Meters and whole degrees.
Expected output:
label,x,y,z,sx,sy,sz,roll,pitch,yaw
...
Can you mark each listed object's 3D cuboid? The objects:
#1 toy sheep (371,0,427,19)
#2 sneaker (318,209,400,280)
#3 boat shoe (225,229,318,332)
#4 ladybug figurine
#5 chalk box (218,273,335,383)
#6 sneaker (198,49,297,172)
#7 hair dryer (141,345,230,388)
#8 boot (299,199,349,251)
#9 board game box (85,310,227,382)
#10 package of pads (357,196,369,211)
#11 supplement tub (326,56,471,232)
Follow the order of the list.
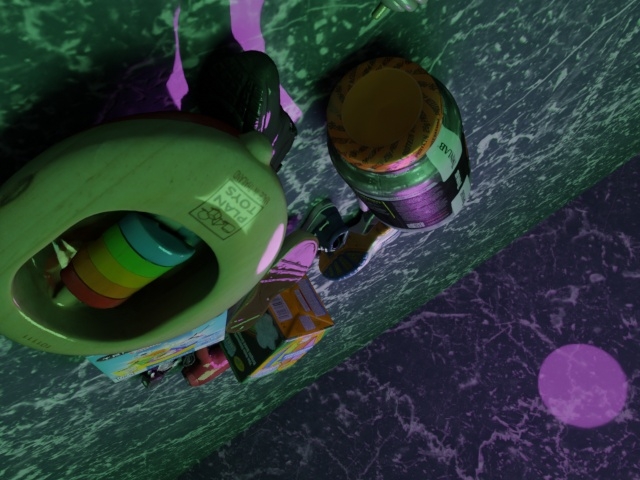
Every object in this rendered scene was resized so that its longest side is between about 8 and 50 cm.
label,x,y,z,sx,sy,sz,roll,pitch,yaw
toy sheep,0.104,-0.321,0.696,0.132,0.091,0.091,-43,157,29
sneaker,0.122,-0.002,1.409,0.296,0.112,0.131,-43,157,29
boat shoe,-0.124,0.072,1.258,0.109,0.098,0.302,10,129,-47
ladybug figurine,-0.233,-0.012,0.724,0.449,0.162,0.305,-28,133,21
chalk box,-0.138,0.232,1.482,0.179,0.180,0.289,-8,151,-46
sneaker,-0.090,-0.159,0.796,0.130,0.109,0.286,-33,169,-25
hair dryer,-0.313,0.323,1.581,0.223,0.080,0.293,-44,156,29
boot,0.000,0.000,1.274,0.069,0.086,0.190,-20,157,-28
board game box,-0.318,0.178,1.160,0.253,0.079,0.336,-21,165,-17
package of pads,0.105,-0.098,1.278,0.050,0.032,0.083,-28,159,-1
supplement tub,0.135,-0.145,0.963,0.207,0.207,0.338,-35,160,8
